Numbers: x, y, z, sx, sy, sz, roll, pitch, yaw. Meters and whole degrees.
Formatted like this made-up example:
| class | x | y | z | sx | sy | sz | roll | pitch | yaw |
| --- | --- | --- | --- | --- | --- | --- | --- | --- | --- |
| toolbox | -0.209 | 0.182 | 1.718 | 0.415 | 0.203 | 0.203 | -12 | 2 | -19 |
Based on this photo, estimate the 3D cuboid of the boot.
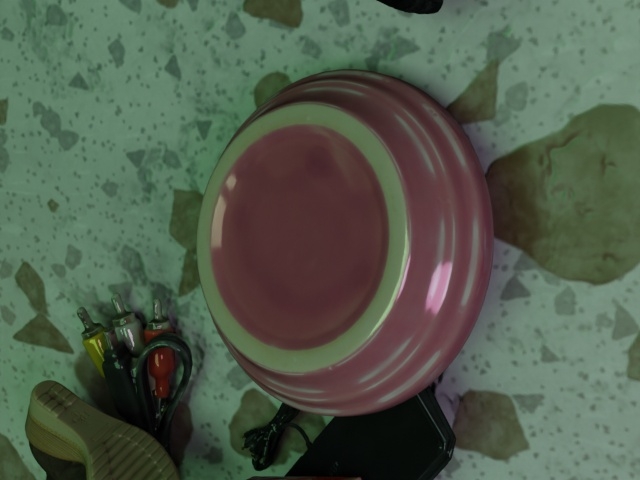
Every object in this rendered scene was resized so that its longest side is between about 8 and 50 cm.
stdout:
| class | x | y | z | sx | sy | sz | roll | pitch | yaw |
| --- | --- | --- | --- | --- | --- | --- | --- | --- | --- |
| boot | -0.231 | 0.279 | 1.289 | 0.248 | 0.090 | 0.207 | 38 | 145 | 27 |

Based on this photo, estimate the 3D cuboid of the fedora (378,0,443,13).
| class | x | y | z | sx | sy | sz | roll | pitch | yaw |
| --- | --- | --- | --- | --- | --- | --- | --- | --- | --- |
| fedora | 0.036 | -0.345 | 0.962 | 0.152 | 0.334 | 0.334 | -44 | 76 | -3 |

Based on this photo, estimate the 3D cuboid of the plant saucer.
| class | x | y | z | sx | sy | sz | roll | pitch | yaw |
| --- | --- | --- | --- | --- | --- | --- | --- | --- | --- |
| plant saucer | 0.000 | 0.000 | 1.096 | 0.332 | 0.084 | 0.332 | -4 | 84 | 38 |

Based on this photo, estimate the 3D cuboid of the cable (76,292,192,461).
| class | x | y | z | sx | sy | sz | roll | pitch | yaw |
| --- | --- | --- | --- | --- | --- | --- | --- | --- | --- |
| cable | -0.182 | 0.198 | 1.312 | 0.139 | 0.072 | 0.287 | -7 | 109 | 21 |

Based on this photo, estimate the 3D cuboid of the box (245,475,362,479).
| class | x | y | z | sx | sy | sz | roll | pitch | yaw |
| --- | --- | --- | --- | --- | --- | --- | --- | --- | --- |
| box | -0.028 | 0.384 | 1.083 | 0.142 | 0.154 | 0.300 | -8 | 94 | 36 |

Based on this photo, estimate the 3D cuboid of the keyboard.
| class | x | y | z | sx | sy | sz | roll | pitch | yaw |
| --- | --- | --- | --- | --- | --- | --- | --- | --- | --- |
| keyboard | 0.006 | 0.227 | 1.174 | 0.317 | 0.033 | 0.201 | -53 | 50 | 30 |
